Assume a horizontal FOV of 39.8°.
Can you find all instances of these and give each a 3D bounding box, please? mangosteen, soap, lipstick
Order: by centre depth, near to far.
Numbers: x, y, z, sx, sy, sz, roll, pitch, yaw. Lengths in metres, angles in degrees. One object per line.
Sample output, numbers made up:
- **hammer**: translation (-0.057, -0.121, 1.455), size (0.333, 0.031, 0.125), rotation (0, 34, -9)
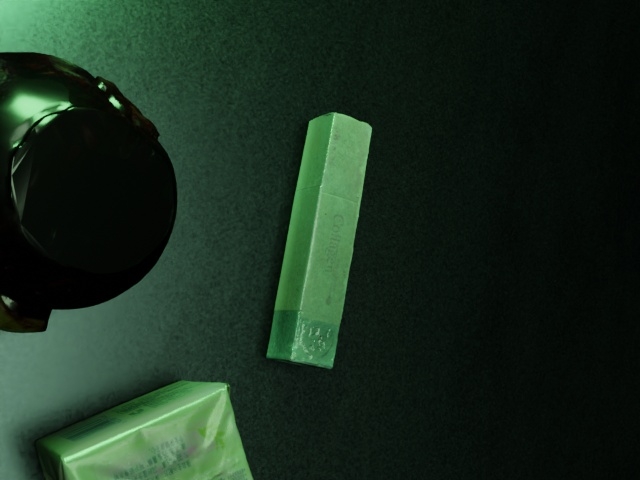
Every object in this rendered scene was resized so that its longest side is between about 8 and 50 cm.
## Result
- **mangosteen**: translation (-0.283, -0.037, 0.854), size (0.288, 0.233, 0.287), rotation (-16, 112, -45)
- **soap**: translation (-0.178, 0.267, 0.948), size (0.199, 0.138, 0.182), rotation (-19, 95, -31)
- **lipstick**: translation (0.000, 0.000, 1.121), size (0.066, 0.068, 0.317), rotation (16, 78, -29)
